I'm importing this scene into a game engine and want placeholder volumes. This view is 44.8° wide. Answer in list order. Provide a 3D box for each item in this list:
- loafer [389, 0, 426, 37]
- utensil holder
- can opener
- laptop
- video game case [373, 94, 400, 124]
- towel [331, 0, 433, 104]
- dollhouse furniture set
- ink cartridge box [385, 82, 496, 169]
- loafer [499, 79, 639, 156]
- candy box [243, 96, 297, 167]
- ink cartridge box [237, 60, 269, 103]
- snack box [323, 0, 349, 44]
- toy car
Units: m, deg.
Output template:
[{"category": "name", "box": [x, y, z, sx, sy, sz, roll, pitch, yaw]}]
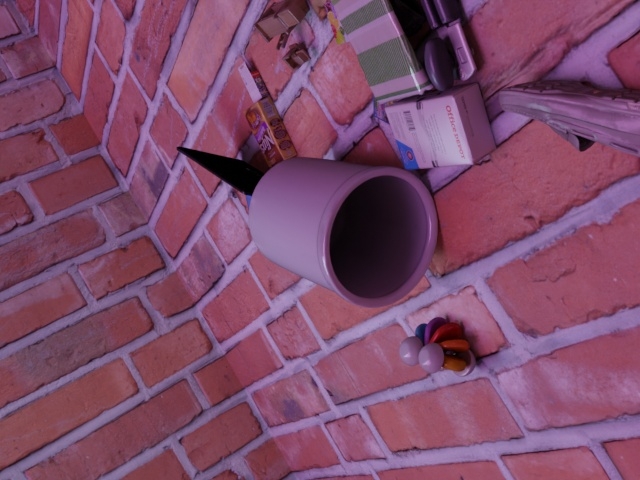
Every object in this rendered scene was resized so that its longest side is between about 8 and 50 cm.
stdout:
[{"category": "loafer", "box": [0.143, -0.519, 1.578, 0.078, 0.076, 0.223, -37, 80, 47]}, {"category": "utensil holder", "box": [0.040, -0.041, 1.914, 0.385, 0.327, 0.327, 20, 131, 54]}, {"category": "can opener", "box": [0.227, -0.434, 1.498, 0.074, 0.093, 0.280, -5, 106, 61]}, {"category": "laptop", "box": [-0.221, -0.091, 2.413, 0.382, 0.408, 0.236, 33, 107, 42]}, {"category": "video game case", "box": [0.179, -0.307, 1.763, 0.166, 0.015, 0.119, 36, 144, 39]}, {"category": "towel", "box": [0.109, -0.443, 1.604, 0.325, 0.038, 0.248, 64, 166, -12]}, {"category": "dollhouse furniture set", "box": [-0.043, -0.518, 1.903, 0.161, 0.101, 0.182, 46, 159, -25]}, {"category": "ink cartridge box", "box": [0.250, -0.234, 1.619, 0.203, 0.086, 0.148, 3, 118, 52]}, {"category": "loafer", "box": [0.438, -0.206, 1.317, 0.319, 0.112, 0.111, 25, 127, 48]}, {"category": "candy box", "box": [-0.148, -0.315, 2.268, 0.109, 0.053, 0.186, -15, 103, 61]}, {"category": "ink cartridge box", "box": [-0.194, -0.459, 2.239, 0.063, 0.029, 0.115, -17, 99, 62]}, {"category": "snack box", "box": [0.073, -0.502, 1.741, 0.141, 0.037, 0.100, 5, 121, 57]}, {"category": "toy car", "box": [0.301, 0.264, 1.966, 0.182, 0.159, 0.136, 12, 90, 56]}]
